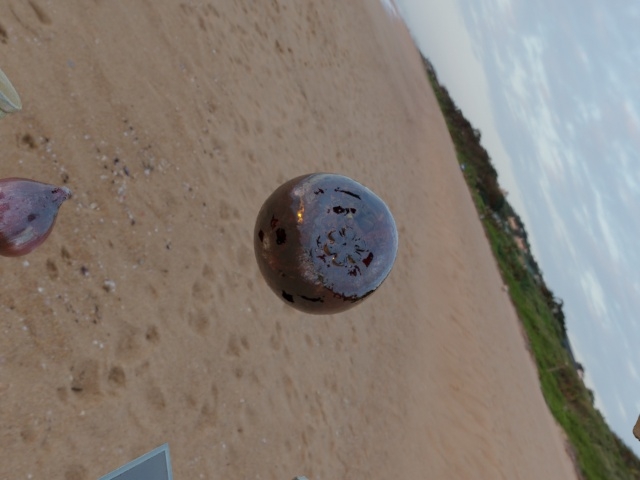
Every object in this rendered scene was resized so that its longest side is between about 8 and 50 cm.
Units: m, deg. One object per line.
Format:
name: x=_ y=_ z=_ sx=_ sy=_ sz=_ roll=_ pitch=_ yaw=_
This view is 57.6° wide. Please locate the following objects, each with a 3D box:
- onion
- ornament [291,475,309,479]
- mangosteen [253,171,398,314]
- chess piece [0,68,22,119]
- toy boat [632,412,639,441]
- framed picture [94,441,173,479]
onion: x=-0.589 y=-0.058 z=1.159 sx=0.159 sy=0.195 sz=0.159 roll=56 pitch=-14 yaw=22
ornament: x=-0.113 y=0.456 z=0.831 sx=0.130 sy=0.285 sz=0.120 roll=68 pitch=-19 yaw=-1
mangosteen: x=0.000 y=0.000 z=0.974 sx=0.235 sy=0.235 sz=0.261 roll=67 pitch=-13 yaw=-9
chess piece: x=-0.528 y=-0.190 z=0.827 sx=0.094 sy=0.170 sz=0.094 roll=62 pitch=-2 yaw=5
toy boat: x=0.408 y=0.182 z=0.623 sx=0.116 sy=0.061 sz=0.188 roll=-54 pitch=168 yaw=-46
framed picture: x=-0.440 y=0.625 z=1.330 sx=0.296 sy=0.019 sz=0.232 roll=-5 pitch=89 yaw=-63
